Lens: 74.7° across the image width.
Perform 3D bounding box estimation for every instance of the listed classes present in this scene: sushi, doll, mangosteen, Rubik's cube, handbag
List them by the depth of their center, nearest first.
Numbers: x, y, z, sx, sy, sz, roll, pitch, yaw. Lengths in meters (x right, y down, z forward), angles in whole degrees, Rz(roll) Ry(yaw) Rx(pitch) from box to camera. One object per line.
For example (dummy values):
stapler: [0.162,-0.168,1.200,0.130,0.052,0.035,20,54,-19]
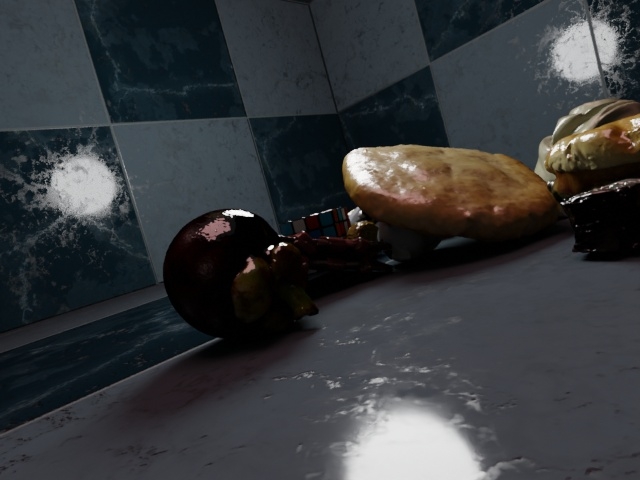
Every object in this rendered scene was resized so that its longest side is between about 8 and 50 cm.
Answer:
sushi: [0.359,-0.028,0.516,0.097,0.085,0.094,-12,-2,-29]
mangosteen: [-0.106,0.052,0.593,0.230,0.194,0.194,11,16,29]
handbag: [-0.021,0.030,0.864,0.259,0.084,0.275,4,-4,-21]
doll: [0.187,-0.015,0.883,0.180,0.110,0.107,-26,-21,-43]
Rubik's cube: [0.000,0.000,1.136,0.154,0.151,0.155,-13,4,20]
doll: [0.123,-0.050,1.238,0.316,0.103,0.145,-46,2,37]

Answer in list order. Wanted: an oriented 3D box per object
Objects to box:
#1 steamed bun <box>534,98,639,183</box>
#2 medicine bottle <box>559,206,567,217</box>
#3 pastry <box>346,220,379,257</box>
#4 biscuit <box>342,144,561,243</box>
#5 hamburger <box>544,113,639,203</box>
steamed bun: [0.845,-0.294,1.275,0.342,0.255,0.367,-13,5,-4]
medicine bottle: [0.477,-0.070,0.963,0.092,0.062,0.220,10,-7,-23]
pastry: [0.114,-0.001,1.078,0.109,0.097,0.057,-18,5,-32]
biscuit: [0.254,-0.122,0.872,0.428,0.104,0.446,7,25,3]
hamburger: [0.476,-0.108,0.663,0.208,0.162,0.330,-16,5,28]
